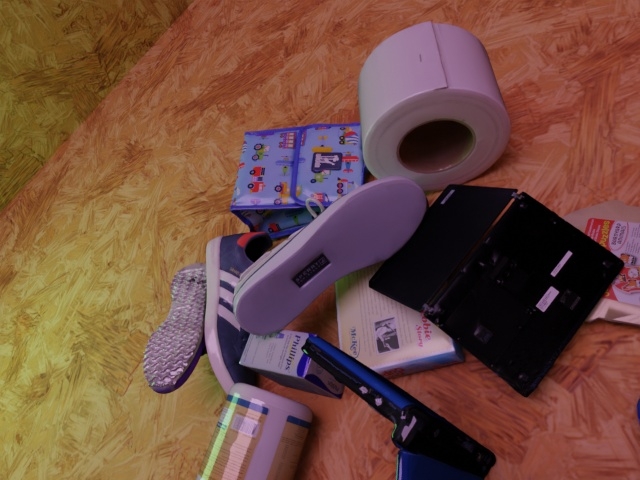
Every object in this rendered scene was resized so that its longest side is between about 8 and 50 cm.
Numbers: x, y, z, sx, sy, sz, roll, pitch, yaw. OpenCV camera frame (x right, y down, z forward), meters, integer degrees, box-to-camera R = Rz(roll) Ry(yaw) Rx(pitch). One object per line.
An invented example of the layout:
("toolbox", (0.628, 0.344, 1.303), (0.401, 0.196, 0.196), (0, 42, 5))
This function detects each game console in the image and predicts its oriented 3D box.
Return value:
("game console", (0.090, 0.276, 0.547), (0.250, 0.293, 0.173), (27, 78, 42))

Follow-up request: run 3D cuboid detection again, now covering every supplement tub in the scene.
("supplement tub", (-0.107, 0.341, 0.739), (0.144, 0.144, 0.200), (4, 64, 36))

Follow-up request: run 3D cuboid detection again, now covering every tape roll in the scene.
("tape roll", (0.191, -0.224, 0.834), (0.246, 0.246, 0.169), (-18, 54, 24))

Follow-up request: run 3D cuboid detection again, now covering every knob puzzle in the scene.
("knob puzzle", (0.402, 0.030, 0.673), (0.213, 0.030, 0.213), (-17, 55, 25))

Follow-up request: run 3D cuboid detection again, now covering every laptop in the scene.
("laptop", (0.244, 0.052, 0.708), (0.264, 0.136, 0.234), (39, 81, 13))

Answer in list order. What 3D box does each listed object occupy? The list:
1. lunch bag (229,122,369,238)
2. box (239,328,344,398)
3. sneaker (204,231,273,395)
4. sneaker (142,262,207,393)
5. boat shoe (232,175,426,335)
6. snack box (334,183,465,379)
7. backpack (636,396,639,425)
("lunch bag", (-0.023, -0.136, 1.022), (0.293, 0.138, 0.221), (-7, 56, 16))
("box", (-0.040, 0.204, 0.795), (0.137, 0.126, 0.072), (2, 61, 34))
("sneaker", (-0.133, 0.126, 0.914), (0.148, 0.131, 0.350), (-16, 60, 6))
("sneaker", (-0.244, 0.188, 0.927), (0.102, 0.146, 0.293), (-9, 38, 10))
("boat shoe", (0.004, 0.007, 0.813), (0.367, 0.136, 0.156), (-39, 25, -1))
("snack box", (0.119, 0.069, 0.818), (0.187, 0.060, 0.322), (-20, 52, 23))
("backpack", (0.407, 0.210, 0.508), (0.097, 0.101, 0.120), (-11, 52, 20))
